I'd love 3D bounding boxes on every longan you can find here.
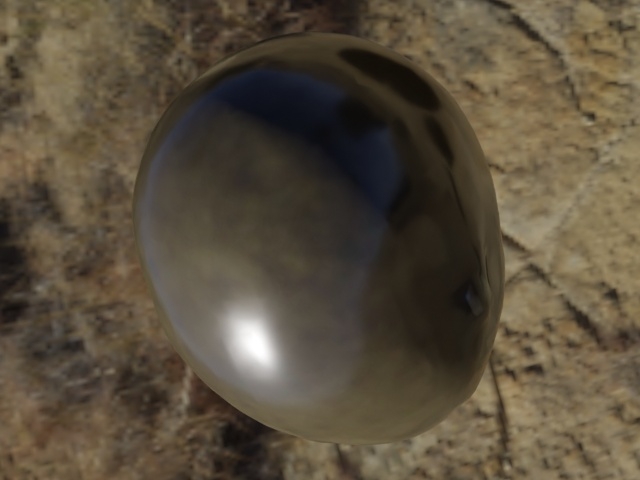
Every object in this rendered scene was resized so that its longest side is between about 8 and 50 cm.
[{"bbox_3d":[0.000,0.000,0.783,0.196,0.196,0.220,3,127,46],"label":"longan"}]
